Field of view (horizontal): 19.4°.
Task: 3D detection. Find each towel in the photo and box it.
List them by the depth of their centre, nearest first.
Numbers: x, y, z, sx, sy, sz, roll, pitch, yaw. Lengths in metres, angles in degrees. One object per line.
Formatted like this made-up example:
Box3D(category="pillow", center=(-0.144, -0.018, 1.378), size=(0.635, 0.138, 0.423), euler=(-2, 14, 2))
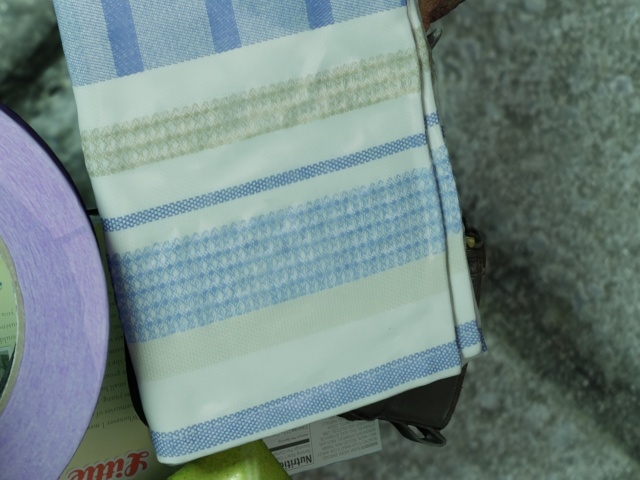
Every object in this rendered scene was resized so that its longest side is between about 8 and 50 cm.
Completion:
Box3D(category="towel", center=(-0.023, -0.031, 1.024), size=(0.209, 0.034, 0.285), euler=(-18, 108, -19))

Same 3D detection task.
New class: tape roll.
Box3D(category="tape roll", center=(-0.249, 0.039, 0.980), size=(0.275, 0.090, 0.275), euler=(-1, 97, -8))

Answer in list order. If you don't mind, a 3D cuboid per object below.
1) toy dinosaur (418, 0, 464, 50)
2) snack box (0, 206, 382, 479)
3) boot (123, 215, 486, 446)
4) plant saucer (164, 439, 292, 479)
Box3D(category="toy dinosaur", center=(0.031, -0.240, 1.113), size=(0.127, 0.200, 0.296), euler=(-15, 111, -24))
Box3D(category="snack box", center=(-0.120, 0.072, 1.135), size=(0.322, 0.060, 0.187), euler=(-11, 97, -30))
Box3D(category="boot", center=(0.000, 0.000, 1.124), size=(0.229, 0.091, 0.263), euler=(-1, 102, -31))
Box3D(category="plant saucer", center=(-0.071, 0.229, 1.120), size=(0.188, 0.045, 0.188), euler=(-35, 130, -2))
